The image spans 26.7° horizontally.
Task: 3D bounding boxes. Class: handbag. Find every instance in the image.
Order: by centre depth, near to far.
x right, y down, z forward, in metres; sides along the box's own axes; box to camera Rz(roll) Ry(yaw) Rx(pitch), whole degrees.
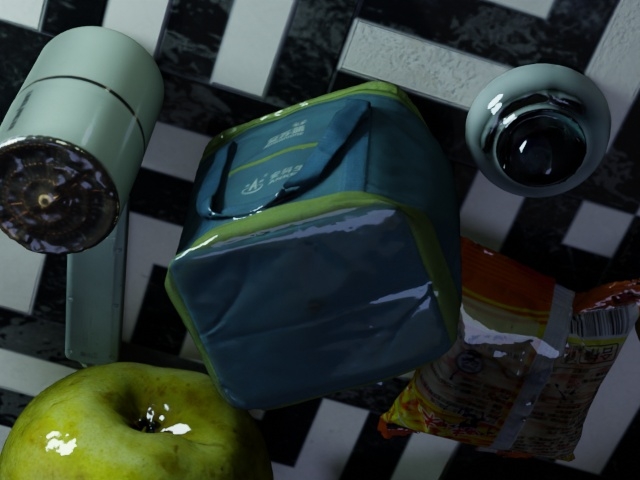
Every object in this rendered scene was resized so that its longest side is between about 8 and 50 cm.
[{"bbox_3d":[0.000,0.000,1.247,0.263,0.241,0.222,-20,120,14],"label":"handbag"}]

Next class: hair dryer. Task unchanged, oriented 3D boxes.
[{"bbox_3d":[-0.319,-0.048,1.266,0.362,0.203,0.128,-25,121,24],"label":"hair dryer"}]

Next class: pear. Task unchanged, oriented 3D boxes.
[{"bbox_3d":[-0.203,0.282,1.413,0.303,0.304,0.304,2,123,2],"label":"pear"}]

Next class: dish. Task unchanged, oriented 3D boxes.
[{"bbox_3d":[0.208,-0.087,1.272,0.141,0.078,0.141,2,123,3],"label":"dish"}]

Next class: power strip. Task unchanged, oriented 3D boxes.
[{"bbox_3d":[-0.234,0.028,1.405,0.060,0.027,0.253,8,123,-1],"label":"power strip"}]

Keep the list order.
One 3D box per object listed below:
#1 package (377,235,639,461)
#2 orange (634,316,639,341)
[{"bbox_3d":[0.194,0.134,1.403,0.223,0.108,0.288,12,126,-2],"label":"package"},{"bbox_3d":[0.366,0.082,1.368,0.085,0.085,0.095,41,127,-21],"label":"orange"}]
